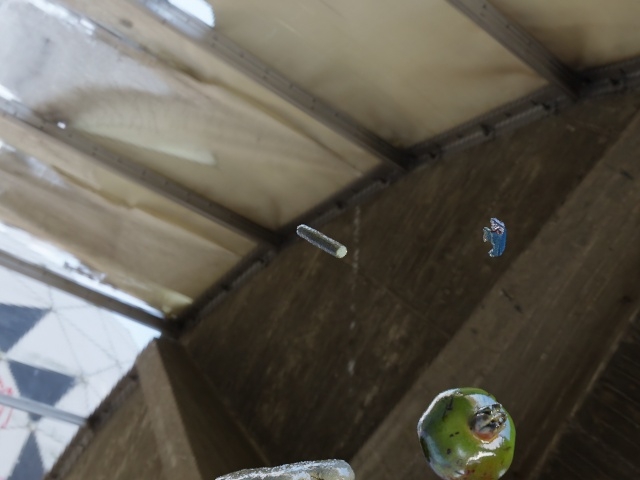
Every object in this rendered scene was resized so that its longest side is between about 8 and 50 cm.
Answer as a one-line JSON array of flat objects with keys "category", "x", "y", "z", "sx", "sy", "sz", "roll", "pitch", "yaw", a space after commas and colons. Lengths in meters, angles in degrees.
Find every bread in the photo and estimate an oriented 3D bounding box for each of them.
[{"category": "bread", "x": -0.099, "y": 0.519, "z": 1.784, "sx": 0.337, "sy": 0.183, "sz": 0.102, "roll": -14, "pitch": -104, "yaw": 29}]

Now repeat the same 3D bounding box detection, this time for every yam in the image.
[{"category": "yam", "x": 0.000, "y": 0.000, "z": 1.213, "sx": 0.116, "sy": 0.021, "sz": 0.021, "roll": 28, "pitch": -90, "yaw": 54}]

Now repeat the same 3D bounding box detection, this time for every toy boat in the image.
[{"category": "toy boat", "x": 0.273, "y": -0.007, "z": 1.357, "sx": 0.038, "sy": 0.083, "sz": 0.038, "roll": -5, "pitch": -130, "yaw": 6}]

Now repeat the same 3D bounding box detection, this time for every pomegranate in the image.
[{"category": "pomegranate", "x": 0.270, "y": 0.338, "z": 1.520, "sx": 0.210, "sy": 0.179, "sz": 0.180, "roll": 126, "pitch": -26, "yaw": -55}]
